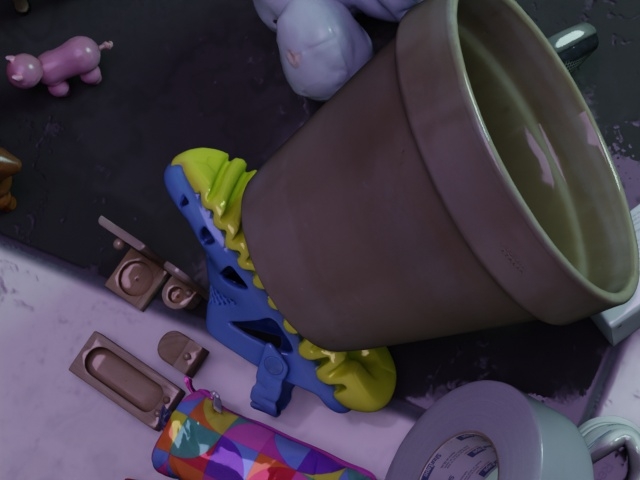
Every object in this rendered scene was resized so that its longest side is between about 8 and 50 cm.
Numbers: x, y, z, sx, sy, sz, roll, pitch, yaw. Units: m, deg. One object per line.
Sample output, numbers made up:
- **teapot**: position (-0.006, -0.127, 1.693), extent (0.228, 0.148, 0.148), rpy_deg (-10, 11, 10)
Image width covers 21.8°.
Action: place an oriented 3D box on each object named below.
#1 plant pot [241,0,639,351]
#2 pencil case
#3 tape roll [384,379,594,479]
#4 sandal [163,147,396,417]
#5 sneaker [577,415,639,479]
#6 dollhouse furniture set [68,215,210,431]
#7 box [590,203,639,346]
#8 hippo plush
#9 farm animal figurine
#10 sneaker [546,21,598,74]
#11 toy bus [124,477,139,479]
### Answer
- **plant pot**: position (0.093, -0.034, 1.519), extent (0.280, 0.323, 0.323), rpy_deg (-28, 73, 24)
- **pencil case**: position (-0.054, 0.229, 1.645), extent (0.236, 0.104, 0.104), rpy_deg (26, 83, 12)
- **tape roll**: position (0.150, 0.244, 1.551), extent (0.219, 0.072, 0.219), rpy_deg (-36, 39, 36)
- **sandal**: position (-0.065, 0.056, 1.640), extent (0.138, 0.126, 0.317), rpy_deg (-30, 95, 28)
- **sneaker**: position (0.226, 0.298, 1.564), extent (0.111, 0.129, 0.297), rpy_deg (21, 83, 9)
- **dollhouse furniture set**: position (-0.191, 0.086, 1.687), extent (0.144, 0.123, 0.151), rpy_deg (33, 85, 15)
- **box**: position (0.301, 0.034, 1.626), extent (0.101, 0.102, 0.087), rpy_deg (-34, 71, 0)
- **hippo plush**: position (0.042, -0.270, 1.672), extent (0.237, 0.234, 0.294), rpy_deg (-18, 75, 5)
- **farm animal figurine**: position (-0.405, -0.202, 1.765), extent (0.327, 0.172, 0.330), rpy_deg (14, 80, 13)
- **sneaker**: position (0.212, -0.118, 1.688), extent (0.227, 0.087, 0.130), rpy_deg (-40, 87, -9)
- **toy bus**: position (-0.174, 0.340, 1.636), extent (0.191, 0.104, 0.202), rpy_deg (40, 87, 15)
